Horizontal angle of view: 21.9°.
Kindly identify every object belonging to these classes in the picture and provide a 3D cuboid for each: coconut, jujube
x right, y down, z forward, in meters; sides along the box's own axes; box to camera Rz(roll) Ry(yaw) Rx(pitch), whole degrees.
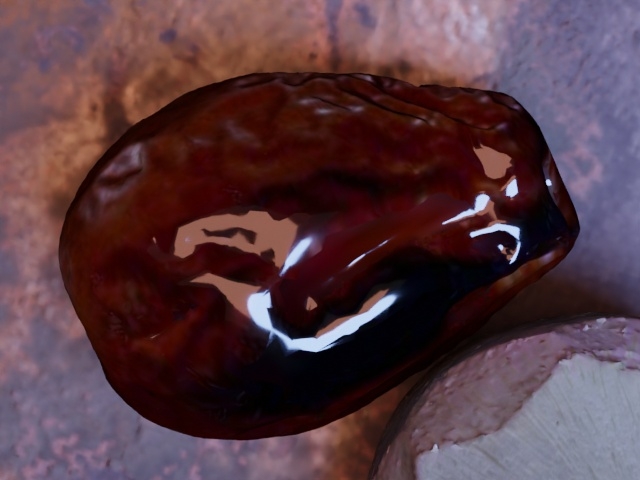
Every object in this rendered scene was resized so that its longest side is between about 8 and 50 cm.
[{"bbox_3d":[0.120,0.132,0.730,0.224,0.234,0.224,0,91,9],"label":"coconut"},{"bbox_3d":[0.000,0.000,0.771,0.236,0.168,0.168,-16,93,4],"label":"jujube"}]
